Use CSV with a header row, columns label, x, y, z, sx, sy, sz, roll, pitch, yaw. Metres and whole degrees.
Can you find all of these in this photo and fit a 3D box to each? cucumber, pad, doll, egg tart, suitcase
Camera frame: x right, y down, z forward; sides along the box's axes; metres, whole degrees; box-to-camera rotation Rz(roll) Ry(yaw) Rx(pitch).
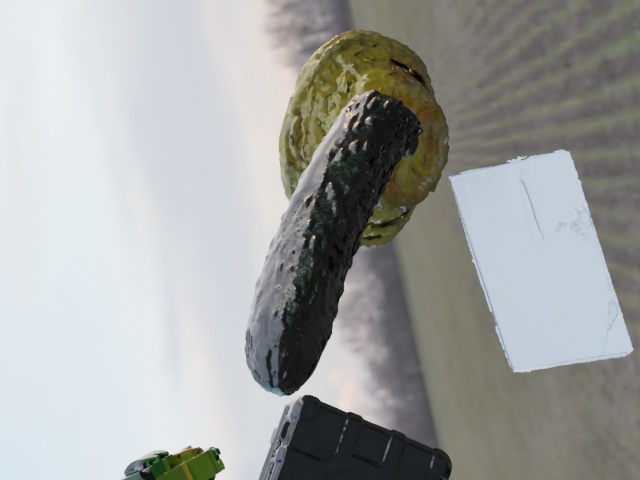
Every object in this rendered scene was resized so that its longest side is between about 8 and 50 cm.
label,x,y,z,sx,sy,sz,roll,pitch,yaw
cucumber,0.000,0.000,1.374,0.072,0.081,0.303,97,-164,-50
pad,0.230,0.024,1.792,0.004,0.156,0.232,-28,-78,-50
doll,-0.222,0.356,2.486,0.186,0.134,0.106,-25,-93,-45
egg tart,0.072,-0.126,2.185,0.294,0.123,0.294,-6,-81,-46
suitcase,0.013,0.334,1.883,0.066,0.206,0.286,134,158,-66
